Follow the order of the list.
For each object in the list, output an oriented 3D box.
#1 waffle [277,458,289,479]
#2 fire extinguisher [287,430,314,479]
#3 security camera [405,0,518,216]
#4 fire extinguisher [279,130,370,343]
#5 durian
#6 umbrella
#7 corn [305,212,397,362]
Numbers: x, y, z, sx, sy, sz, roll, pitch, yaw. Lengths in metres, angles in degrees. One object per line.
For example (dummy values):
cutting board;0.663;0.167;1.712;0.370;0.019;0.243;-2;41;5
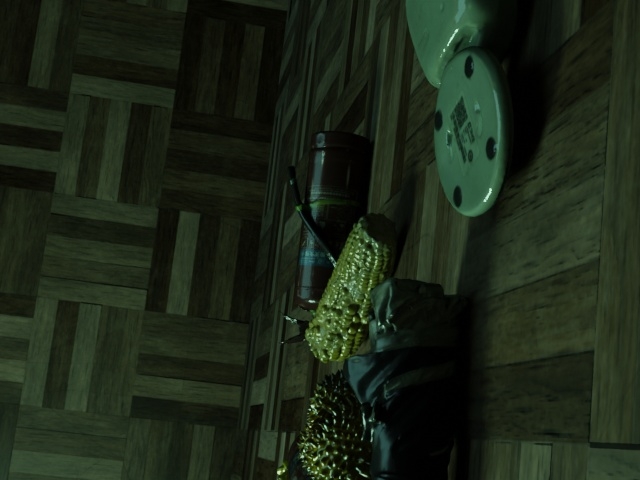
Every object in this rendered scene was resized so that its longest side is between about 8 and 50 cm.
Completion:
waffle;-0.008;0.390;1.511;0.149;0.051;0.194;49;-162;-39
fire extinguisher;0.021;0.314;1.399;0.138;0.102;0.344;-45;20;16
security camera;0.151;-0.165;1.022;0.157;0.080;0.301;116;150;-58
fire extinguisher;0.000;0.000;1.692;0.105;0.141;0.341;28;-112;-70
durian;0.042;0.226;1.215;0.158;0.137;0.168;47;118;54
umbrella;0.077;0.210;1.025;0.106;0.113;0.357;-25;55;54
corn;0.044;0.076;1.464;0.288;0.086;0.086;110;165;-46
